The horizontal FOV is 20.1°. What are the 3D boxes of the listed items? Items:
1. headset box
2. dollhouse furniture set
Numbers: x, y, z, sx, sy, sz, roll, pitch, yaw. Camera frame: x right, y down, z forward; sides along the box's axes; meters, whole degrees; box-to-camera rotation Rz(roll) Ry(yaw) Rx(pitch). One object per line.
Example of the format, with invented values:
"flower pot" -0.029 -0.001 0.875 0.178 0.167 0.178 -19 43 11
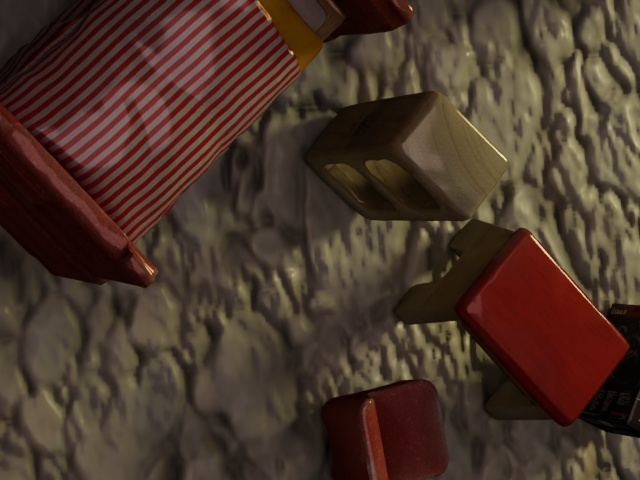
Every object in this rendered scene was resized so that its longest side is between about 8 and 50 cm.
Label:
"headset box" 0.191 0.074 1.080 0.032 0.062 0.083 28 78 -23
"dollhouse furniture set" 0.000 0.000 0.942 0.374 0.152 0.201 46 73 -18
